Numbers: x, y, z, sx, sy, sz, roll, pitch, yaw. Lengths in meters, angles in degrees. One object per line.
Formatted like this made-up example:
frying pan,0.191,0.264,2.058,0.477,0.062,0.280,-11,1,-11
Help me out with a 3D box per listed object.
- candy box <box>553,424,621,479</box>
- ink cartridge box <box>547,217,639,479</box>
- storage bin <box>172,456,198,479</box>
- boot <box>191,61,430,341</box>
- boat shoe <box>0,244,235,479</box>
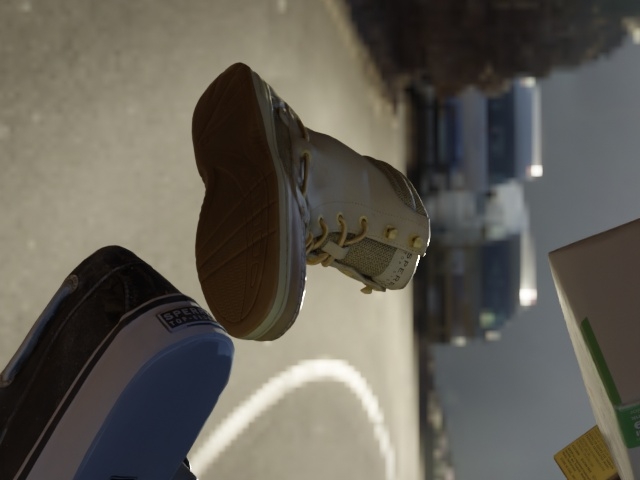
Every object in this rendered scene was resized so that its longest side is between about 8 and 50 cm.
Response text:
candy box,0.323,0.180,1.823,0.053,0.186,0.109,59,11,24
ink cartridge box,0.244,0.111,1.365,0.212,0.093,0.154,65,6,-47
storage bin,-0.172,0.188,1.636,0.135,0.098,0.091,49,-13,-13
boot,0.000,0.000,1.484,0.203,0.095,0.262,31,32,-34
boat shoe,-0.169,0.141,1.008,0.113,0.105,0.306,12,114,-54
